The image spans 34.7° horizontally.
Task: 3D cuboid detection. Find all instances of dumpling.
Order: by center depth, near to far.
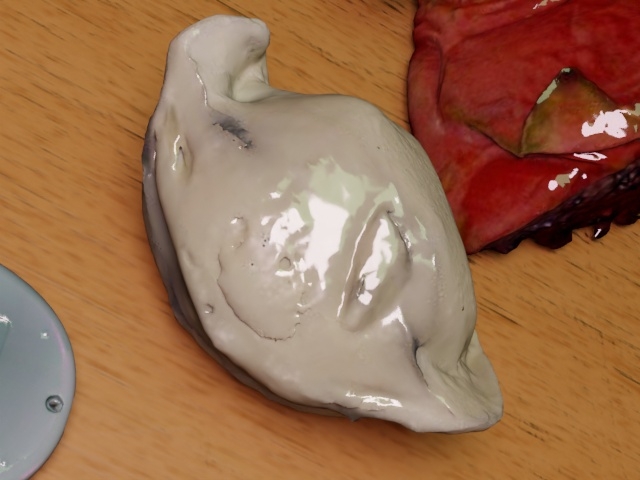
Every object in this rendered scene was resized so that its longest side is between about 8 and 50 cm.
[{"bbox_3d":[0.000,0.000,0.714,0.318,0.187,0.243,55,16,0],"label":"dumpling"}]

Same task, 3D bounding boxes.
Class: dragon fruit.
[{"bbox_3d":[0.199,-0.182,0.835,0.286,0.228,0.329,-14,72,-28],"label":"dragon fruit"}]

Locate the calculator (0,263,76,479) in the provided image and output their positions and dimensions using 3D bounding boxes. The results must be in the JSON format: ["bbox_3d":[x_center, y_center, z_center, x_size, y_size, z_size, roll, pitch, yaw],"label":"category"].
[{"bbox_3d":[-0.291,0.059,0.592,0.299,0.041,0.185,21,57,-15],"label":"calculator"}]
